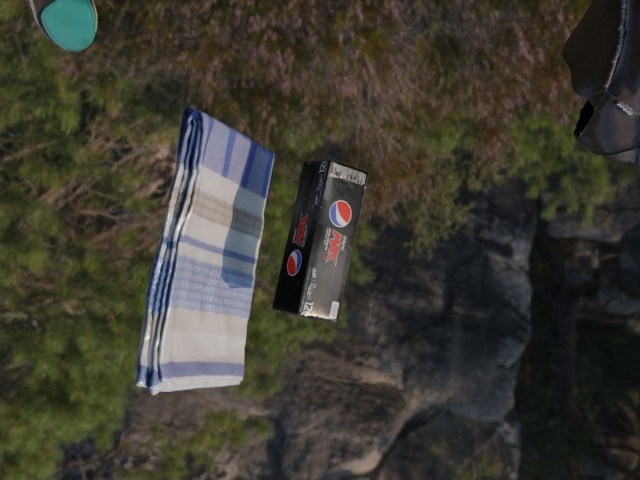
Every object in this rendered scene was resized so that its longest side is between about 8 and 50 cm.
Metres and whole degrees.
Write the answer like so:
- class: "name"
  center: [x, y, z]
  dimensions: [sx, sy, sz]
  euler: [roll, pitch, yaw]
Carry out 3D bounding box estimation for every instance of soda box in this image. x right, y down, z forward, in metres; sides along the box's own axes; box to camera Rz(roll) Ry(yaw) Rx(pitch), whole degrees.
- class: "soda box"
  center: [0.000, 0.000, 0.873]
  dimensions: [0.053, 0.169, 0.060]
  euler: [16, 174, -31]

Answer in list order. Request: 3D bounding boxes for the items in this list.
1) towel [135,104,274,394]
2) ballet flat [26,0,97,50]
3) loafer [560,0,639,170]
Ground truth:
- class: "towel"
  center: [-0.111, 0.020, 0.866]
  dimensions: [0.034, 0.285, 0.209]
  euler: [7, 174, 21]
- class: "ballet flat"
  center: [-0.244, -0.232, 0.721]
  dimensions: [0.057, 0.052, 0.168]
  euler: [-29, 163, -6]
- class: "loafer"
  center: [0.333, -0.207, 0.908]
  dimensions: [0.130, 0.134, 0.366]
  euler: [8, 146, 22]
